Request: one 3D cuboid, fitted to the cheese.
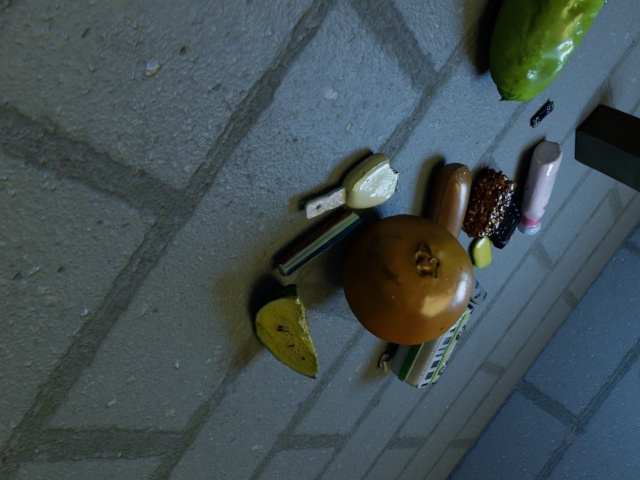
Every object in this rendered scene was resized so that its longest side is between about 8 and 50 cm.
[{"bbox_3d":[0.069,-0.109,1.185,0.255,0.050,0.127,-26,136,-32],"label":"cheese"}]

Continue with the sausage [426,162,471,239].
[{"bbox_3d":[0.339,-0.083,1.461,0.105,0.105,0.274,-26,136,-31],"label":"sausage"}]

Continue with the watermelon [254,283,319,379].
[{"bbox_3d":[-0.068,0.202,1.233,0.123,0.129,0.301,-37,136,-24],"label":"watermelon"}]

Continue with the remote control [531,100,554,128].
[{"bbox_3d":[0.666,-0.379,1.636,0.096,0.014,0.039,-44,143,-9],"label":"remote control"}]

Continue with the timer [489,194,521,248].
[{"bbox_3d":[0.593,-0.067,1.786,0.144,0.055,0.187,-57,140,-9],"label":"timer"}]

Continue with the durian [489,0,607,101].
[{"bbox_3d":[0.497,-0.471,1.223,0.256,0.204,0.340,-9,124,-59],"label":"durian"}]

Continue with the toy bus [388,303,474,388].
[{"bbox_3d":[0.348,0.316,1.751,0.179,0.143,0.305,-4,121,-54],"label":"toy bus"}]

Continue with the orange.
[{"bbox_3d":[0.203,0.091,1.291,0.312,0.312,0.312,-28,137,-29],"label":"orange"}]

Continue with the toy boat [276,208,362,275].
[{"bbox_3d":[0.000,0.000,1.197,0.229,0.080,0.046,-37,106,-19],"label":"toy boat"}]

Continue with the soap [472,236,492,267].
[{"bbox_3d":[0.546,0.041,1.842,0.089,0.033,0.168,-40,142,-13],"label":"soap"}]

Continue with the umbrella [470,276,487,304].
[{"bbox_3d":[0.491,0.141,1.836,0.337,0.073,0.067,39,69,-53],"label":"umbrella"}]

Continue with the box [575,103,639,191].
[{"bbox_3d":[1.034,-0.319,1.869,0.143,0.273,0.184,-43,142,-7],"label":"box"}]

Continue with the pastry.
[{"bbox_3d":[0.493,-0.103,1.608,0.097,0.115,0.208,-24,135,-50],"label":"pastry"}]

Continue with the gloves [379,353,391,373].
[{"bbox_3d":[0.211,0.408,1.782,0.044,0.037,0.081,-64,163,-75],"label":"gloves"}]

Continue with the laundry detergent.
[{"bbox_3d":[0.721,-0.161,1.813,0.159,0.088,0.335,-52,151,-35],"label":"laundry detergent"}]
